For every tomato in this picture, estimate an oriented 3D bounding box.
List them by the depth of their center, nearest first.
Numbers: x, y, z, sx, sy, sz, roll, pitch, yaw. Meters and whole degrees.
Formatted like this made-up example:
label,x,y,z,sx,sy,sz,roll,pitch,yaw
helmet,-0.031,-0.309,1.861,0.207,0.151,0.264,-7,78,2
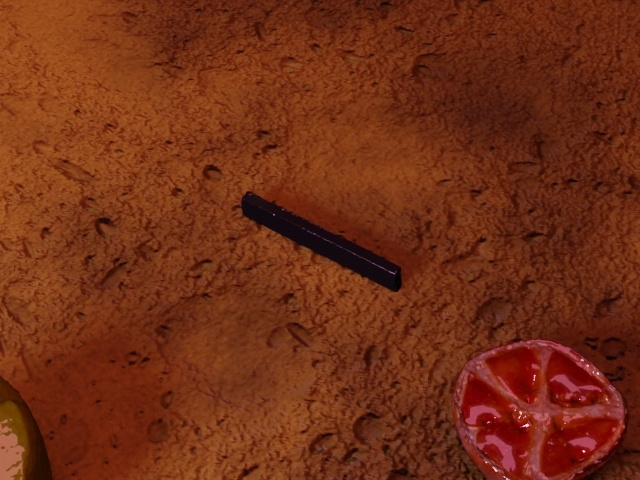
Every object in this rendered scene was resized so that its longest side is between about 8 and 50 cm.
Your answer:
label,x,y,z,sx,sy,sz,roll,pitch,yaw
tomato,0.191,0.166,1.149,0.155,0.069,0.155,1,53,-1

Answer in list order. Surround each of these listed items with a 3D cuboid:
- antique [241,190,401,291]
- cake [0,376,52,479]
label,x,y,z,sx,sy,sz,roll,pitch,yaw
antique,0.000,0.000,1.314,0.192,0.031,0.015,26,55,20
cake,-0.345,0.227,1.048,0.260,0.156,0.179,-30,72,-16
